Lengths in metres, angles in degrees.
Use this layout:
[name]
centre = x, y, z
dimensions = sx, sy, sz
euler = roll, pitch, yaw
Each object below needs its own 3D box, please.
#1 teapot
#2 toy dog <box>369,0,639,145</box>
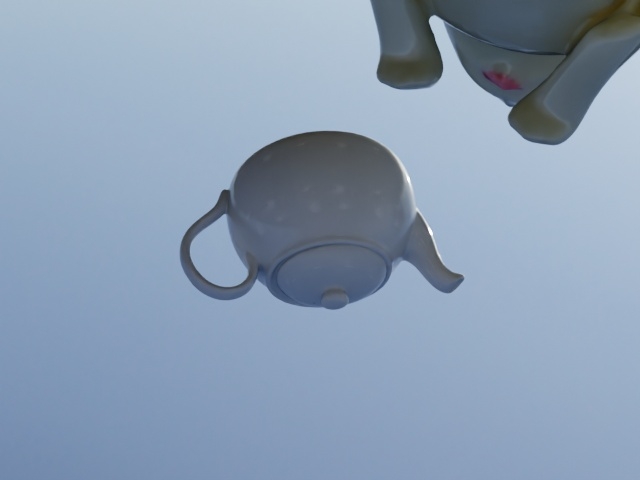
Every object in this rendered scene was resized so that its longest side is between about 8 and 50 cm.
[teapot]
centre = 0.000, 0.000, 1.640
dimensions = 0.256, 0.252, 0.187
euler = -26, -128, 27
[toy dog]
centre = 0.174, -0.274, 1.114
dimensions = 0.284, 0.396, 0.408
euler = 9, 158, 17
